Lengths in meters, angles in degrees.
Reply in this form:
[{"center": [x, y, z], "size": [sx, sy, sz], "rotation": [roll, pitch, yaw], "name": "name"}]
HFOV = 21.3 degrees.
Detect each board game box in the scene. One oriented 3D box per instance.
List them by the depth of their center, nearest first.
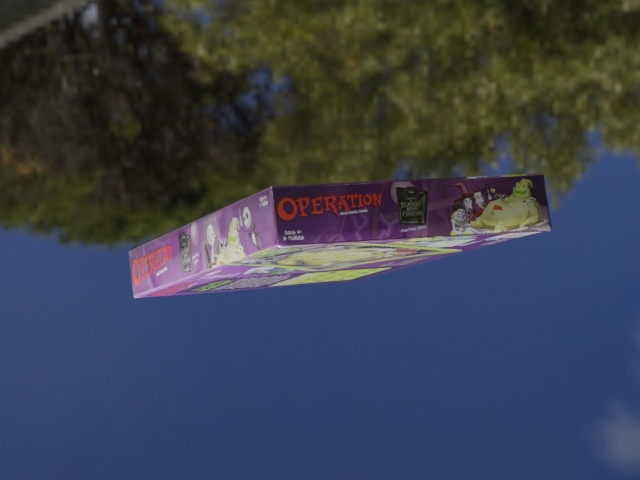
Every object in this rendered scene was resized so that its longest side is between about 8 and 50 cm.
[{"center": [0.000, 0.000, 1.293], "size": [0.208, 0.056, 0.347], "rotation": [-8, 176, -23], "name": "board game box"}]
